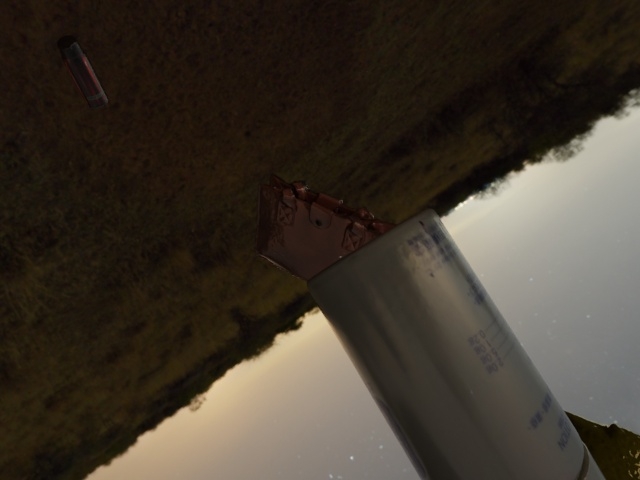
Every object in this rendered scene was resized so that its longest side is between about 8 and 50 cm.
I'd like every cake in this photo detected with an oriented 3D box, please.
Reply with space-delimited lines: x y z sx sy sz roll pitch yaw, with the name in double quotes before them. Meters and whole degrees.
"cake" 0.387 0.358 0.626 0.156 0.179 0.260 -59 152 -35

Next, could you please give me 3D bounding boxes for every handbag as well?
"handbag" 0.000 0.000 0.678 0.059 0.213 0.157 -48 156 -44

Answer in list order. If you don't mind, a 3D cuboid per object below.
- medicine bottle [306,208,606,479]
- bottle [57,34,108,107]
"medicine bottle" 0.128 0.148 0.374 0.130 0.340 0.130 -32 175 -3
"bottle" -0.564 -0.400 1.069 0.060 0.060 0.164 -33 148 -20
